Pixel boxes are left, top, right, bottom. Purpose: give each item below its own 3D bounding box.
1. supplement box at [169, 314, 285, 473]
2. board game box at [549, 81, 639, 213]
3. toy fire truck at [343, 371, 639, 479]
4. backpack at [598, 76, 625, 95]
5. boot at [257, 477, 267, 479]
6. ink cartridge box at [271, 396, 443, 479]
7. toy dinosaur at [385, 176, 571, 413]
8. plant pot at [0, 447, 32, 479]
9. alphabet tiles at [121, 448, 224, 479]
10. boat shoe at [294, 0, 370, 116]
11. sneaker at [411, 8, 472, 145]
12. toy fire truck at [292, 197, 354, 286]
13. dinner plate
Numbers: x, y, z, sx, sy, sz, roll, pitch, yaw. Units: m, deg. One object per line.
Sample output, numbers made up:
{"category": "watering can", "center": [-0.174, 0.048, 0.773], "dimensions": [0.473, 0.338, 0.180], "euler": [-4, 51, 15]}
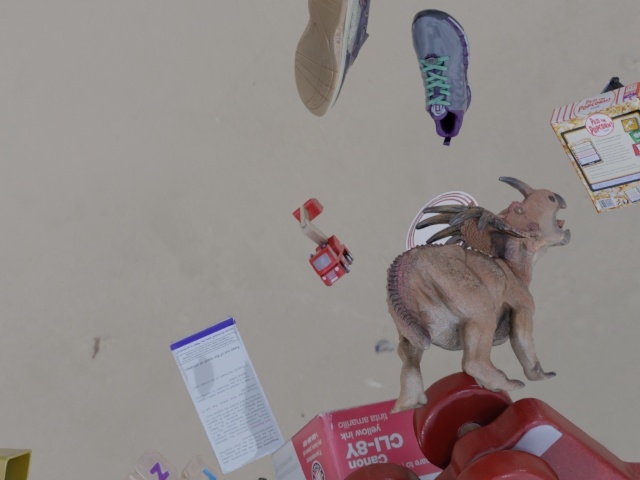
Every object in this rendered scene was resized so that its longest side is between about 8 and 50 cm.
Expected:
{"category": "supplement box", "center": [-0.149, 0.242, 1.526], "dimensions": [0.113, 0.111, 0.220], "euler": [-24, 90, -9]}
{"category": "board game box", "center": [0.471, -0.142, 1.509], "dimensions": [0.146, 0.045, 0.193], "euler": [-14, 123, 36]}
{"category": "toy fire truck", "center": [0.164, 0.292, 0.897], "dimensions": [0.254, 0.169, 0.302], "euler": [36, 103, -20]}
{"category": "backpack", "center": [0.518, -0.204, 1.652], "dimensions": [0.114, 0.084, 0.105], "euler": [36, 59, 6]}
{"category": "boot", "center": [-0.012, 0.517, 1.658], "dimensions": [0.260, 0.348, 0.131], "euler": [34, 64, -2]}
{"category": "ink cartridge box", "center": [0.081, 0.399, 1.112], "dimensions": [0.160, 0.279, 0.385], "euler": [-8, 70, -19]}
{"category": "toy dinosaur", "center": [0.125, 0.042, 0.882], "dimensions": [0.127, 0.295, 0.201], "euler": [-18, 81, 37]}
{"category": "plant pot", "center": [-0.427, 0.306, 1.217], "dimensions": [0.083, 0.081, 0.082], "euler": [6, 86, 6]}
{"category": "alphabet tiles", "center": [-0.222, 0.482, 1.540], "dimensions": [0.278, 0.284, 0.021], "euler": [43, 130, -2]}
{"category": "boat shoe", "center": [0.028, -0.317, 1.461], "dimensions": [0.092, 0.103, 0.285], "euler": [-27, 143, -32]}
{"category": "sneaker", "center": [0.188, -0.245, 1.456], "dimensions": [0.083, 0.098, 0.224], "euler": [-1, 145, 23]}
{"category": "toy fire truck", "center": [0.000, 0.000, 1.716], "dimensions": [0.047, 0.192, 0.135], "euler": [-38, 96, 13]}
{"category": "dinner plate", "center": [0.191, -0.017, 1.507], "dimensions": [0.141, 0.017, 0.141], "euler": [-15, 124, -23]}
